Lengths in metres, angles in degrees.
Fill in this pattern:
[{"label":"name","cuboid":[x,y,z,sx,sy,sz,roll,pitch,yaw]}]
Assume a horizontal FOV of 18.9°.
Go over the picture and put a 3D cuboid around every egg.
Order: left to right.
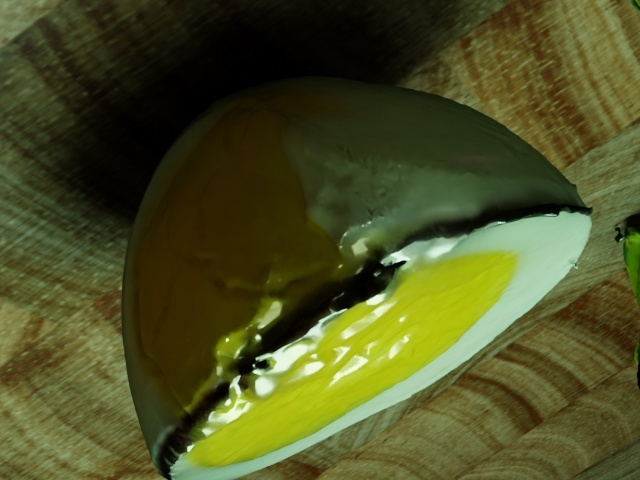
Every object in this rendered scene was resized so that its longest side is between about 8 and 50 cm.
[{"label":"egg","cuboid":[0.000,0.000,1.234,0.337,0.201,0.337,-25,163,-8]}]

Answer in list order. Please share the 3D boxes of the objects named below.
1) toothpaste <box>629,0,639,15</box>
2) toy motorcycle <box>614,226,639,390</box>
[{"label":"toothpaste","cuboid":[0.360,-0.254,1.327,0.110,0.077,0.327,-5,145,-49]},{"label":"toy motorcycle","cuboid":[0.392,-0.012,1.754,0.142,0.206,0.342,24,116,-26]}]
